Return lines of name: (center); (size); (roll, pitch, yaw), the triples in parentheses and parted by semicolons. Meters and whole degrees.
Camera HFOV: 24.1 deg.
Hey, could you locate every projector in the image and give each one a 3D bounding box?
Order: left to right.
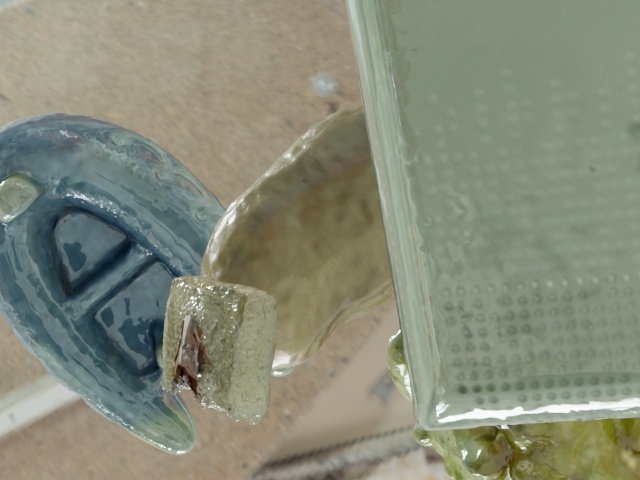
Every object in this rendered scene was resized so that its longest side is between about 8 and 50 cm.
projector: (0.103, -0.079, 0.408); (0.177, 0.163, 0.243); (-7, -79, 18)

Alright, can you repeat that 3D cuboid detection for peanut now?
peanut: (0.000, 0.000, 1.069); (0.224, 0.129, 0.129); (-43, -63, -17)

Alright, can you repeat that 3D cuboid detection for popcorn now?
popcorn: (0.219, 0.151, 1.411); (0.274, 0.279, 0.335); (-48, -60, -26)

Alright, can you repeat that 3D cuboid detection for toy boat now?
toy boat: (-0.178, 0.034, 1.304); (0.215, 0.123, 0.330); (-36, -83, 11)

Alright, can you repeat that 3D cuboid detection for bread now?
bread: (-0.055, 0.054, 0.792); (0.035, 0.083, 0.070); (2, -81, -33)
